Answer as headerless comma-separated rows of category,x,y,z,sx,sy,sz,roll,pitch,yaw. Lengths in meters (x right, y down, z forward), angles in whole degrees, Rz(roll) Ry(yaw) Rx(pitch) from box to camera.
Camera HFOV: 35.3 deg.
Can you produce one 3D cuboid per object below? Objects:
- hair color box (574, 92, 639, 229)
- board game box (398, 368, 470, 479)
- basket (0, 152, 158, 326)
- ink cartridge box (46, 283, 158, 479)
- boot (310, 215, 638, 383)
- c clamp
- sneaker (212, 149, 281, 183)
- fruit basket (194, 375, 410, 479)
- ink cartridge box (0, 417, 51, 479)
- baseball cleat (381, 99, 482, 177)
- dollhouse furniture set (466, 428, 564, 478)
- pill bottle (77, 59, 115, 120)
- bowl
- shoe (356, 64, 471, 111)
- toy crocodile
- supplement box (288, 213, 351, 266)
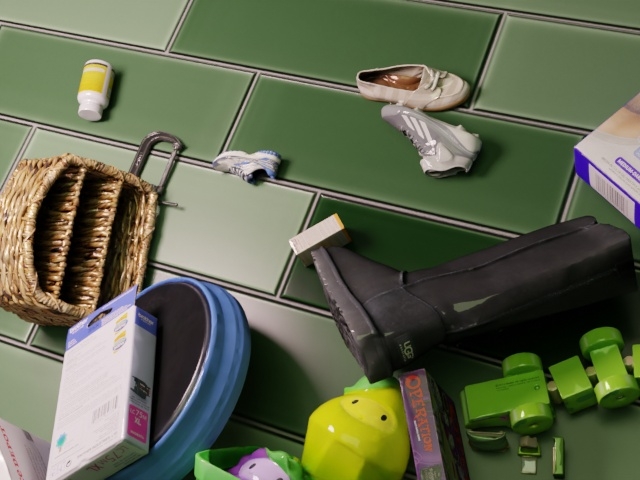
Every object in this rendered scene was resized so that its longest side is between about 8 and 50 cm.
hair color box,0.612,-0.183,1.669,0.339,0.110,0.185,-39,61,-5
board game box,0.190,0.382,1.481,0.056,0.208,0.347,-14,64,10
basket,-0.455,-0.005,1.842,0.223,0.213,0.299,1,68,21
ink cartridge box,-0.346,0.235,1.613,0.185,0.065,0.311,-33,42,26
boot,0.234,0.048,1.636,0.445,0.146,0.367,-22,29,-5
c clamp,-0.315,-0.143,1.980,0.137,0.022,0.161,6,70,24
sneaker,-0.143,-0.137,1.906,0.135,0.052,0.058,-3,70,16
fruit basket,0.021,0.373,1.522,0.392,0.283,0.392,-3,82,21
ink cartridge box,-0.482,0.420,1.622,0.117,0.283,0.207,-32,61,0
baseball cleat,0.185,-0.179,1.815,0.206,0.072,0.109,22,81,28
dollhouse furniture set,0.298,0.331,1.546,0.151,0.076,0.059,0,66,16
pill bottle,-0.465,-0.308,2.072,0.065,0.065,0.116,-1,66,16
bowl,-0.281,0.234,1.662,0.391,0.077,0.391,-29,41,29
shoe,0.170,-0.288,1.875,0.219,0.058,0.077,6,68,19
toy crocodile,0.384,0.228,1.559,0.340,0.105,0.115,-18,50,12
supplement box,0.000,0.000,1.793,0.098,0.062,0.036,-29,62,1
